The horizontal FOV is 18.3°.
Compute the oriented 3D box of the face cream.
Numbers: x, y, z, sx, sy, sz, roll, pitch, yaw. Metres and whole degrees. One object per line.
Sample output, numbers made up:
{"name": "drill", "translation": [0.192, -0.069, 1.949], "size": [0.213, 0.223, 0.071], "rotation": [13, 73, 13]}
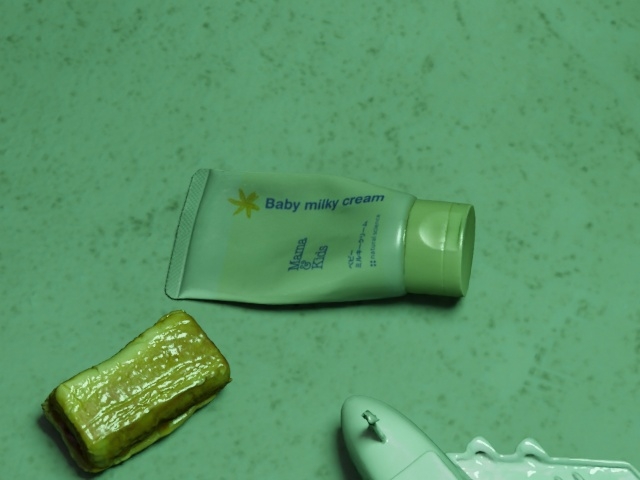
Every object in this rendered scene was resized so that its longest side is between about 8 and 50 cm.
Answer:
{"name": "face cream", "translation": [0.000, 0.000, 1.486], "size": [0.224, 0.070, 0.114], "rotation": [5, 61, 12]}

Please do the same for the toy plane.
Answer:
{"name": "toy plane", "translation": [0.093, 0.198, 1.352], "size": [0.251, 0.101, 0.255], "rotation": [-37, 68, -6]}

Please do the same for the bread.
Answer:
{"name": "bread", "translation": [-0.130, 0.107, 1.425], "size": [0.132, 0.053, 0.074], "rotation": [-35, 72, -18]}
